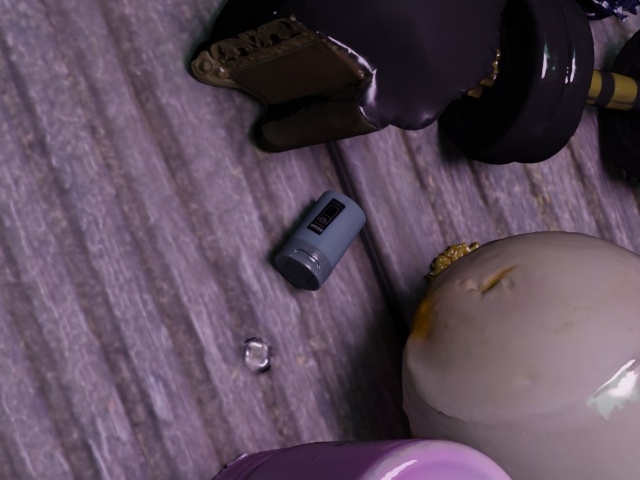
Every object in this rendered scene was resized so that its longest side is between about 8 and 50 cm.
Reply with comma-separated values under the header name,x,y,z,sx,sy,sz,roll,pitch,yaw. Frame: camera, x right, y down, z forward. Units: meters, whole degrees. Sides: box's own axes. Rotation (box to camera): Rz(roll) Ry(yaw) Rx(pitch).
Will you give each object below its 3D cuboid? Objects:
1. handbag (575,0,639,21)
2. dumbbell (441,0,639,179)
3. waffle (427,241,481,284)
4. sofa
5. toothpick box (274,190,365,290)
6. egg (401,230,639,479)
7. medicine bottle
name,x,y,z,sx,sy,sz,roll,pitch,yaw
handbag,0.269,-0.354,1.344,0.260,0.113,0.162,37,73,-25
dumbbell,0.281,-0.153,1.273,0.388,0.185,0.185,6,78,-25
waffle,0.148,0.043,1.259,0.078,0.016,0.085,-44,102,-26
sofa,0.037,-0.200,1.159,0.182,0.200,0.258,42,63,-26
toothpick box,0.000,0.000,1.171,0.052,0.052,0.083,43,63,-14
egg,0.234,0.157,1.135,0.345,0.283,0.283,51,62,-25
medicine bottle,0.023,0.249,0.999,0.178,0.290,0.178,5,78,-26
